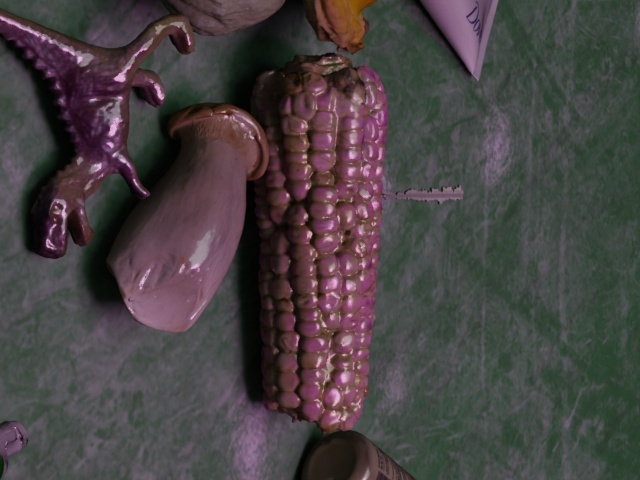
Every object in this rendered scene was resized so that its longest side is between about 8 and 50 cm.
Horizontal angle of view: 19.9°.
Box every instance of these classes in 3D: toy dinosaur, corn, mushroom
[{"bbox_3d":[-0.193,-0.125,1.429,0.200,0.072,0.251,-32,125,-34],"label":"toy dinosaur"},{"bbox_3d":[0.001,0.000,1.624,0.127,0.127,0.335,-9,100,-51],"label":"corn"},{"bbox_3d":[-0.110,-0.019,1.515,0.088,0.097,0.212,82,23,-61],"label":"mushroom"}]

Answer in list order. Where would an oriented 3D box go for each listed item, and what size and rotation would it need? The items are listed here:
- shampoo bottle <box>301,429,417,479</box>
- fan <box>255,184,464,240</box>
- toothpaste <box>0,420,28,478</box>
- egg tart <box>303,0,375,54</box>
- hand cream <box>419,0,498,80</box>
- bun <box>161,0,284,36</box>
[{"bbox_3d":[0.054,0.246,1.720,0.162,0.079,0.079,44,57,-42],"label":"shampoo bottle"},{"bbox_3d":[0.048,-0.045,1.768,0.329,0.009,0.190,1,89,-51],"label":"fan"},{"bbox_3d":[-0.308,0.178,1.301,0.248,0.047,0.078,-22,76,-48],"label":"toothpaste"},{"bbox_3d":[0.020,-0.307,1.587,0.288,0.118,0.288,-9,90,-82],"label":"egg tart"},{"bbox_3d":[0.128,-0.272,1.826,0.248,0.083,0.133,40,62,-54],"label":"hand cream"},{"bbox_3d":[-0.099,-0.264,1.481,0.195,0.118,0.195,166,-90,-86],"label":"bun"}]
